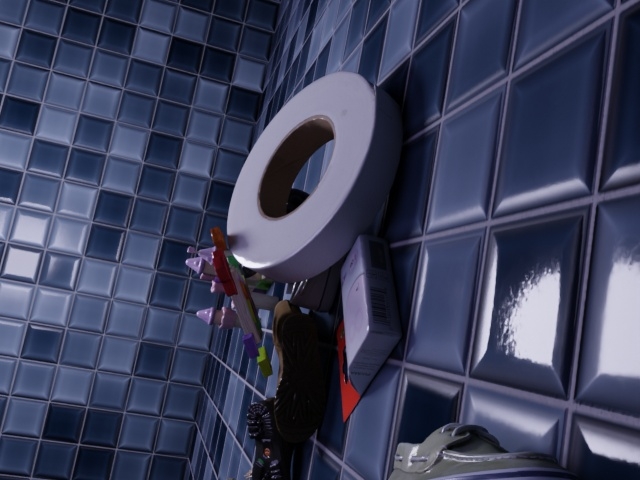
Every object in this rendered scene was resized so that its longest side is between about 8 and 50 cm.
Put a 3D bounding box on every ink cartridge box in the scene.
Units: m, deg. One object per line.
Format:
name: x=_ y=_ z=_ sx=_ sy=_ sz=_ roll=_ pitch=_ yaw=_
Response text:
ink cartridge box: x=0.047 y=0.136 z=0.955 sx=0.189 sy=0.066 sz=0.232 roll=-93 pitch=25 yaw=-46

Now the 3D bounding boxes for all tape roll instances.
tape roll: x=-0.021 y=-0.115 z=1.096 sx=0.392 sy=0.072 sz=0.392 roll=-33 pitch=42 yaw=35

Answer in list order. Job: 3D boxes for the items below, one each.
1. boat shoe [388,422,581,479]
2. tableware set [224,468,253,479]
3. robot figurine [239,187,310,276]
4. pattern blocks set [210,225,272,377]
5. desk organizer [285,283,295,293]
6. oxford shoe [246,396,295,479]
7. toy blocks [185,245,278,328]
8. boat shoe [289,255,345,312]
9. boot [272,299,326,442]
boat shoe: x=0.113 y=0.204 z=0.530 sx=0.302 sy=0.109 sz=0.094 roll=123 pitch=157 yaw=-62
tableware set: x=-0.164 y=0.492 z=1.287 sx=0.141 sy=0.168 sz=0.020 roll=108 pitch=142 yaw=-69
robot figurine: x=-0.080 y=-0.015 z=1.356 sx=0.278 sy=0.209 sz=0.174 roll=155 pitch=109 yaw=-72
pattern blocks set: x=-0.140 y=0.112 z=1.141 sx=0.325 sy=0.026 sz=0.286 roll=-128 pitch=18 yaw=-75
desk organizer: x=-0.031 y=0.094 z=1.305 sx=0.130 sy=0.050 sz=0.047 roll=164 pitch=118 yaw=-74
oxford shoe: x=-0.077 y=0.410 z=1.184 sx=0.082 sy=0.096 sz=0.228 roll=0 pitch=92 yaw=33
toy blocks: x=-0.263 y=0.078 z=1.805 sx=0.288 sy=0.259 sz=0.309 roll=128 pitch=151 yaw=-61
boat shoe: x=0.000 y=0.000 z=1.184 sx=0.096 sy=0.088 sz=0.268 roll=-148 pitch=71 yaw=-76
boot: x=-0.050 y=0.238 z=1.206 sx=0.269 sy=0.089 sz=0.236 roll=161 pitch=114 yaw=-81
